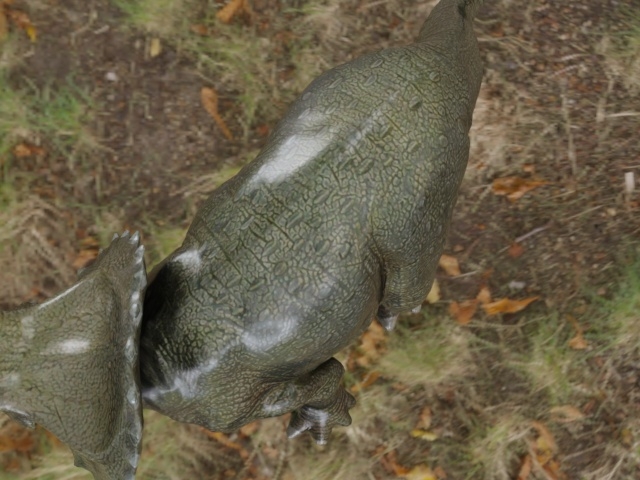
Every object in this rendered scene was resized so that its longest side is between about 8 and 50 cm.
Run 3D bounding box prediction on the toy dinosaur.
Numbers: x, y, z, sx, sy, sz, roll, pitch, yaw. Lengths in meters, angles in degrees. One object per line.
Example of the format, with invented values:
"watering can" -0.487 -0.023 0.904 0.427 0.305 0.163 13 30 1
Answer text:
"toy dinosaur" 0.000 0.000 0.372 0.314 0.160 0.121 -36 79 -2
